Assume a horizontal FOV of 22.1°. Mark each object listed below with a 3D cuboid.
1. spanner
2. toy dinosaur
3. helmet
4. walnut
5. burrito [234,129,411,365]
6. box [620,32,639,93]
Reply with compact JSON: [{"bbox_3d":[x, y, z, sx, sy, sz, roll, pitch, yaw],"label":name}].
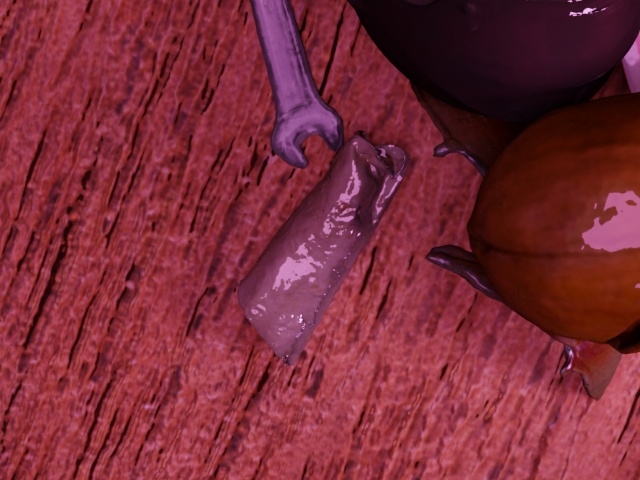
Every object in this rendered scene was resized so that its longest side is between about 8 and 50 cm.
[{"bbox_3d":[-0.046,-0.211,1.462,0.071,0.017,0.302,-15,100,9],"label":"spanner"},{"bbox_3d":[0.182,-0.001,1.438,0.327,0.113,0.206,36,65,-22],"label":"toy dinosaur"},{"bbox_3d":[0.136,-0.210,1.347,0.225,0.305,0.177,-32,133,-20],"label":"helmet"},{"bbox_3d":[0.283,-0.025,1.270,0.336,0.209,0.209,-15,100,8],"label":"walnut"},{"bbox_3d":[0.000,0.000,1.478,0.087,0.060,0.226,33,104,-2],"label":"burrito"},{"bbox_3d":[0.294,-0.241,1.402,0.123,0.050,0.229,-16,99,9],"label":"box"}]
